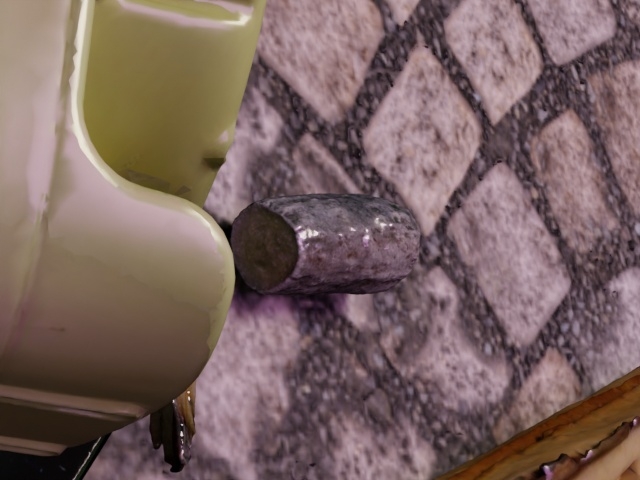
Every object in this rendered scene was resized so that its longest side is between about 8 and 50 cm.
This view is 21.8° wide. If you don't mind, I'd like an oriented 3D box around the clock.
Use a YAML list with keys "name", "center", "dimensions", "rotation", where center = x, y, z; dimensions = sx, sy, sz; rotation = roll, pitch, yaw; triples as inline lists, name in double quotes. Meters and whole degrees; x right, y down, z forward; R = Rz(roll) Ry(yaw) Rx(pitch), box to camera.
- name: "clock"
  center: [-0.102, -0.099, 0.651]
  dimensions: [0.117, 0.286, 0.348]
  rotation: [11, 75, -18]

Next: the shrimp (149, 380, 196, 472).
- name: "shrimp"
  center: [-0.134, 0.078, 0.767]
  dimensions: [0.148, 0.035, 0.195]
  rotation: [35, 50, 4]

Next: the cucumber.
- name: "cucumber"
  center: [0.002, 0.000, 0.962]
  dimensions: [0.112, 0.064, 0.064]
  rotation: [2, 75, -43]

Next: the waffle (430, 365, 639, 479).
- name: "waffle"
  center: [0.197, 0.233, 1.051]
  dimensions: [0.376, 0.114, 0.261]
  rotation: [-18, 90, -48]

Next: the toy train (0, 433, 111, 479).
- name: "toy train"
  center: [-0.129, 0.097, 0.802]
  dimensions: [0.044, 0.042, 0.209]
  rotation: [28, 51, 2]
